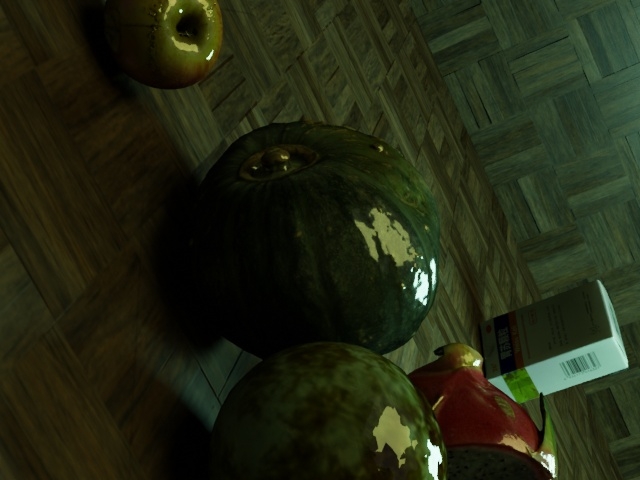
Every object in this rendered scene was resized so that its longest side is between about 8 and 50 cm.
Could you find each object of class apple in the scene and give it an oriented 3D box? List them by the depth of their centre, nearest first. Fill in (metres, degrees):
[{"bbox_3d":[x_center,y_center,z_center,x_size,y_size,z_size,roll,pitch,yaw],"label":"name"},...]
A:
[{"bbox_3d":[-0.183,-0.246,1.290,0.146,0.146,0.146,55,22,-35],"label":"apple"}]

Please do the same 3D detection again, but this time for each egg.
[{"bbox_3d":[0.012,0.241,1.118,0.238,0.238,0.289,-77,154,-61],"label":"egg"}]

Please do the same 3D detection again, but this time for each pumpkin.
[{"bbox_3d":[0.000,0.000,1.284,0.328,0.291,0.257,-65,147,-53],"label":"pumpkin"}]

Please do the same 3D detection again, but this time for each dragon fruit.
[{"bbox_3d":[0.165,0.281,1.472,0.290,0.290,0.189,55,20,-35],"label":"dragon fruit"}]

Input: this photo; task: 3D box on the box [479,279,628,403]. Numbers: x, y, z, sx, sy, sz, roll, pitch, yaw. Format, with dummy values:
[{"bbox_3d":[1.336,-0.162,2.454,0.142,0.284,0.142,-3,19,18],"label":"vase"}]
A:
[{"bbox_3d":[0.520,0.233,2.505,0.106,0.299,0.200,58,20,-31],"label":"box"}]
